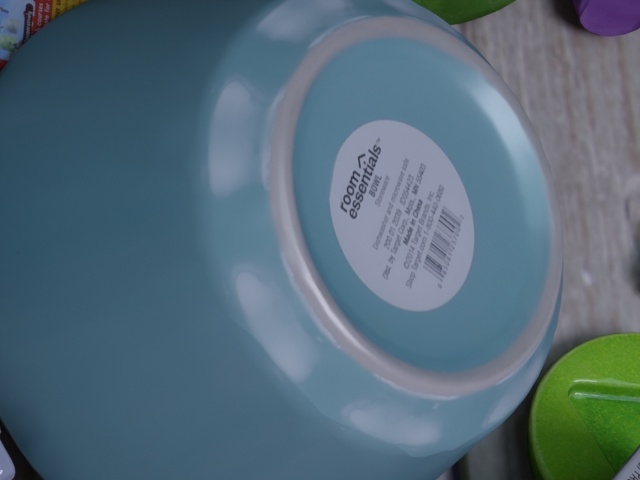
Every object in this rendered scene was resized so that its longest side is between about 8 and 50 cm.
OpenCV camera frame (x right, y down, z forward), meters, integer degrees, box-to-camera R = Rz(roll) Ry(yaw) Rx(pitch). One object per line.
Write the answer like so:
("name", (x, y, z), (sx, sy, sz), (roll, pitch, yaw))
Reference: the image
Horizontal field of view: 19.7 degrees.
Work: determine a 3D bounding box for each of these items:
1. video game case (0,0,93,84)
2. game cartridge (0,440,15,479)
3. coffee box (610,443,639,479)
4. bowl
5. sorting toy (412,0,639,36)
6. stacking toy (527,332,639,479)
("video game case", (-0.133, -0.061, 0.916), (0.285, 0.025, 0.204), (16, 67, -37))
("game cartridge", (-0.264, 0.015, 0.688), (0.196, 0.060, 0.294), (-33, 102, -34))
("coffee box", (0.146, 0.243, 0.877), (0.168, 0.119, 0.297), (39, 78, 18))
("bowl", (0.000, 0.000, 0.887), (0.312, 0.163, 0.311), (14, 68, -38))
("sorting toy", (0.044, -0.211, 1.049), (0.366, 0.127, 0.126), (8, 50, -32))
("stacking toy", (0.270, 0.134, 1.077), (0.280, 0.130, 0.309), (29, 59, 14))
